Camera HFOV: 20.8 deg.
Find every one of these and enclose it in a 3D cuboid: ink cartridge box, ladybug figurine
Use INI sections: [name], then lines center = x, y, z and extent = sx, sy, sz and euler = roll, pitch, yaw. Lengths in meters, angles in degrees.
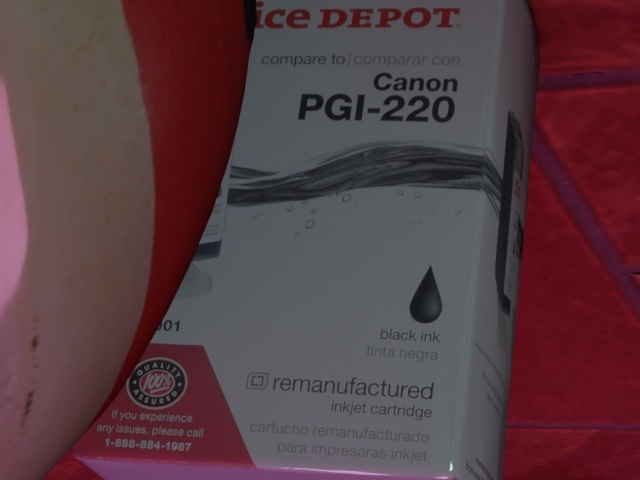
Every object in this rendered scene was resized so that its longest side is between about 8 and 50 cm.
[ink cartridge box]
center = 0.000, 0.000, 0.715
extent = 0.158, 0.218, 0.092
euler = 1, 157, 16
[ladybug figurine]
center = -0.150, -0.055, 0.602
extent = 0.162, 0.305, 0.449
euler = -24, 174, -33
